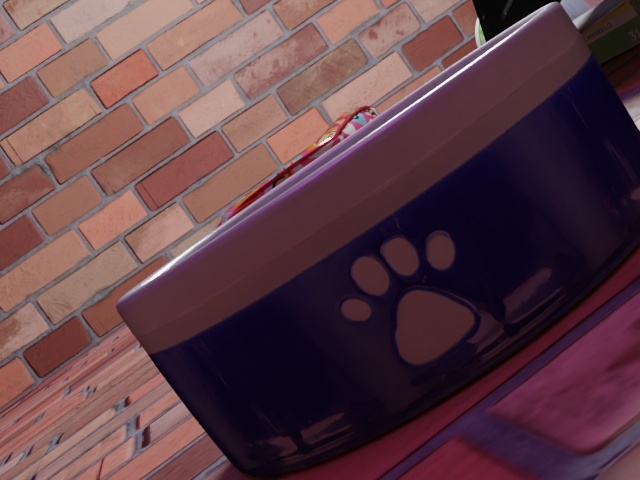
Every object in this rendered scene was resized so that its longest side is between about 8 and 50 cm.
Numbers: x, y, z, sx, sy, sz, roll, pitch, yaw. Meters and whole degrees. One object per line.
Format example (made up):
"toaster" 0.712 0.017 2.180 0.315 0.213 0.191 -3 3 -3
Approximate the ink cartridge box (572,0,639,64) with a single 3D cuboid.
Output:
"ink cartridge box" 0.292 -0.214 1.143 0.235 0.056 0.171 -42 7 -32

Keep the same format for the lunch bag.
"lunch bag" -0.023 -0.064 1.429 0.258 0.120 0.293 -33 5 24

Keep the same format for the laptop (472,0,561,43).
"laptop" 0.326 -0.369 0.995 0.408 0.236 0.382 -91 20 -52

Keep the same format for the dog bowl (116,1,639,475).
"dog bowl" 0.034 -0.002 0.522 0.265 0.104 0.265 -34 5 3

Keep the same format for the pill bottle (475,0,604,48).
"pill bottle" 0.339 -0.332 1.488 0.136 0.136 0.246 -37 5 -21
